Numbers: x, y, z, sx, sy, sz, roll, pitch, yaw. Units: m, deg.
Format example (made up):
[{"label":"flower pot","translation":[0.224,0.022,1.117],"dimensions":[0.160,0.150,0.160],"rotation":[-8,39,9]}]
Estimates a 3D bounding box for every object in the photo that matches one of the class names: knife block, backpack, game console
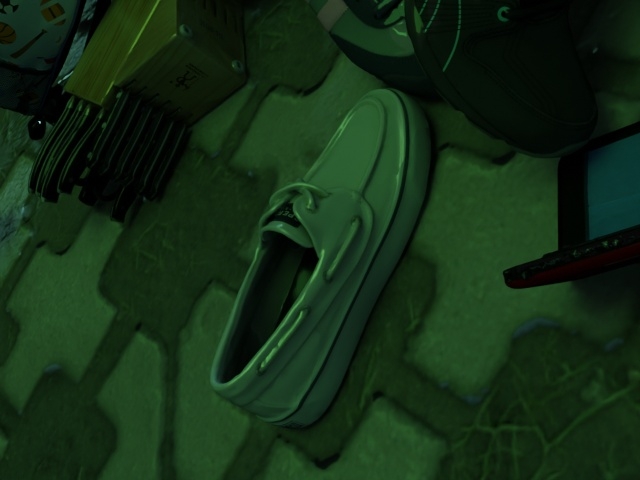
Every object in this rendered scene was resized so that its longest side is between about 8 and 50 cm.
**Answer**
[{"label":"knife block","translation":[-0.187,-0.160,1.022],"dimensions":[0.242,0.088,0.275],"rotation":[-30,47,30]},{"label":"backpack","translation":[-0.318,-0.290,1.087],"dimensions":[0.263,0.213,0.276],"rotation":[-34,53,52]},{"label":"game console","translation":[0.176,-0.034,0.564],"dimensions":[0.144,0.124,0.085],"rotation":[-22,79,38]}]

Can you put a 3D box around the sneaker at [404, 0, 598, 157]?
[{"label":"sneaker","translation":[0.096,-0.175,0.617],"dimensions":[0.106,0.101,0.267],"rotation":[-31,88,53]}]

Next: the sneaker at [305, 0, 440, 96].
[{"label":"sneaker","translation":[0.013,-0.229,0.796],"dimensions":[0.112,0.131,0.319],"rotation":[-45,52,6]}]

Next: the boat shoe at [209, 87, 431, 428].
[{"label":"boat shoe","translation":[0.000,0.000,0.725],"dimensions":[0.095,0.084,0.258],"rotation":[2,68,48]}]
